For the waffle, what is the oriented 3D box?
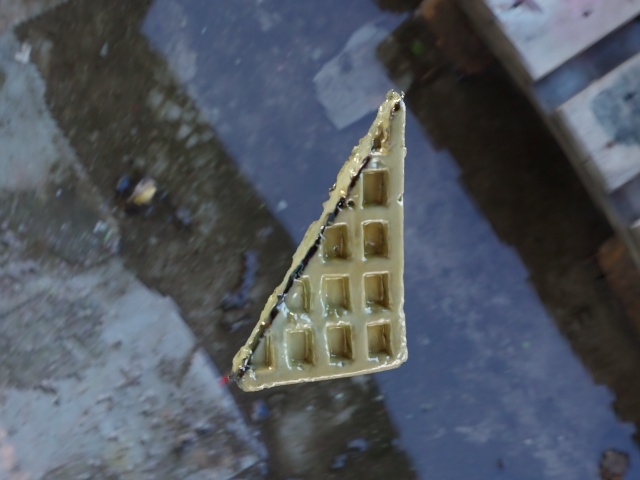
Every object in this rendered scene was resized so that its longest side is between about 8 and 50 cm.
[{"bbox_3d":[0.000,0.000,0.894,0.098,0.023,0.152,-4,104,-16],"label":"waffle"}]
